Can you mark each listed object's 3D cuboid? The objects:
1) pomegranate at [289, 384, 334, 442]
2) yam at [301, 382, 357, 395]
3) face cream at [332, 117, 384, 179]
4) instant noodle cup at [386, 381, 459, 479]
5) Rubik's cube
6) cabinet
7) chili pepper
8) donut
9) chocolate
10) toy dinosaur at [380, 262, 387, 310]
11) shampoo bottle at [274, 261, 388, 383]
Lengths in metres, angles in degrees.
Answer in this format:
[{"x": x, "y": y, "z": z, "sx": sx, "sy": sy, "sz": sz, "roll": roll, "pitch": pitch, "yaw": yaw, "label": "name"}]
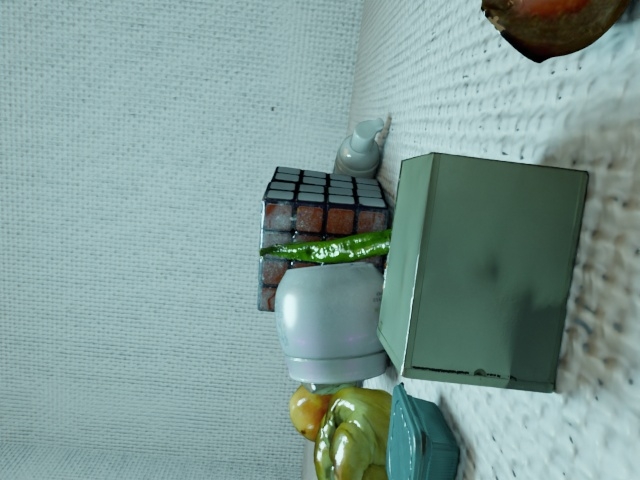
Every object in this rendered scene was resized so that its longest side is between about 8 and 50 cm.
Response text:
[{"x": -0.001, "y": 0.538, "z": 1.642, "sx": 0.209, "sy": 0.209, "sz": 0.209, "roll": -174, "pitch": 90, "yaw": -87, "label": "pomegranate"}, {"x": 0.034, "y": 0.326, "z": 1.551, "sx": 0.201, "sy": 0.202, "sz": 0.271, "roll": 4, "pitch": 82, "yaw": 60, "label": "yam"}, {"x": 0.119, "y": -0.263, "z": 1.667, "sx": 0.370, "sy": 0.145, "sz": 0.145, "roll": 101, "pitch": 175, "yaw": -61, "label": "face cream"}, {"x": 0.145, "y": 0.314, "z": 0.746, "sx": 0.179, "sy": 0.070, "sz": 0.157, "roll": -103, "pitch": 19, "yaw": -79, "label": "instant noodle cup"}, {"x": 0.000, "y": 0.000, "z": 1.497, "sx": 0.337, "sy": 0.343, "sz": 0.344, "roll": -91, "pitch": 8, "yaw": -69, "label": "Rubik's cube"}, {"x": 0.152, "y": 0.024, "z": 0.528, "sx": 0.150, "sy": 0.145, "sz": 0.206, "roll": -117, "pitch": 34, "yaw": -84, "label": "cabinet"}, {"x": 0.020, "y": 0.022, "z": 1.240, "sx": 0.076, "sy": 0.359, "sz": 0.085, "roll": 65, "pitch": -150, "yaw": -31, "label": "chili pepper"}, {"x": 0.066, "y": 0.465, "z": 0.982, "sx": 0.360, "sy": 0.170, "sz": 0.360, "roll": -171, "pitch": 90, "yaw": -86, "label": "donut"}, {"x": 0.204, "y": -0.228, "z": 0.421, "sx": 0.133, "sy": 0.124, "sz": 0.127, "roll": -40, "pitch": 29, "yaw": 39, "label": "chocolate"}, {"x": 0.154, "y": 0.131, "z": 1.044, "sx": 0.279, "sy": 0.055, "sz": 0.101, "roll": -90, "pitch": -16, "yaw": -46, "label": "toy dinosaur"}, {"x": 0.033, "y": 0.187, "z": 1.187, "sx": 0.273, "sy": 0.273, "sz": 0.266, "roll": 151, "pitch": 113, "yaw": -86, "label": "shampoo bottle"}]
